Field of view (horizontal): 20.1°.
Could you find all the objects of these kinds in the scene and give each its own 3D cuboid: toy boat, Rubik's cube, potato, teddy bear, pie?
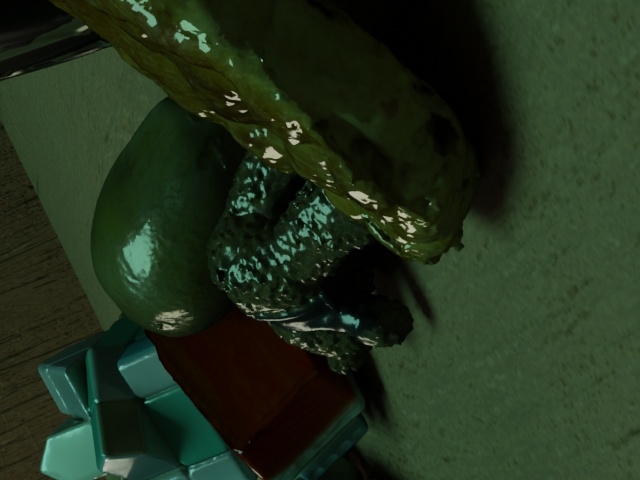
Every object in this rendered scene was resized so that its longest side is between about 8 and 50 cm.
[{"bbox_3d":[-0.060,0.098,1.658,0.133,0.145,0.332,39,-173,-40],"label":"toy boat"},{"bbox_3d":[-0.170,0.182,1.855,0.224,0.213,0.265,60,-155,-15],"label":"Rubik's cube"},{"bbox_3d":[-0.117,-0.021,1.553,0.178,0.160,0.235,48,131,37],"label":"potato"},{"bbox_3d":[-0.019,0.007,1.302,0.182,0.129,0.251,58,165,35],"label":"teddy bear"},{"bbox_3d":[-0.051,-0.110,1.050,0.339,0.083,0.339,36,178,2],"label":"pie"}]

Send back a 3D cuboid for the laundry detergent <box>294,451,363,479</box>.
[{"bbox_3d":[0.017,0.331,1.636,0.398,0.124,0.264,-99,-4,-45],"label":"laundry detergent"}]

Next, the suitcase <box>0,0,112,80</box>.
[{"bbox_3d":[-0.276,-0.230,1.419,0.339,0.351,0.194,163,90,-73],"label":"suitcase"}]
